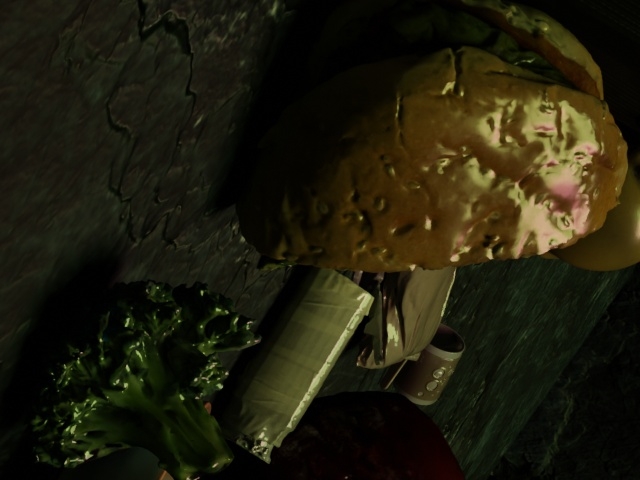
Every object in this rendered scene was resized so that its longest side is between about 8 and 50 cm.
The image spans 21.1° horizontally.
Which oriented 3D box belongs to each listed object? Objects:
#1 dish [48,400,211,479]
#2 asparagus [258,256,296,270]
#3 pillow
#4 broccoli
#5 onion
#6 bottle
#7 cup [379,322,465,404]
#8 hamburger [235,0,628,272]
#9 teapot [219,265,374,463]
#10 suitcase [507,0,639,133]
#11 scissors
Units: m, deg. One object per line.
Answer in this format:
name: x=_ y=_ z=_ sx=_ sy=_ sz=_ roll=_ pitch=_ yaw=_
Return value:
dish: x=-0.182 y=0.228 z=1.361 sx=0.260 sy=0.085 sz=0.260 roll=-63 pitch=178 yaw=-4
asparagus: x=0.000 y=0.000 z=1.642 sx=0.178 sy=0.041 sz=0.045 roll=-38 pitch=159 yaw=-51
pillow: x=0.120 y=0.044 z=2.056 sx=0.173 sy=0.067 sz=0.270 roll=-33 pitch=149 yaw=-49
broccoli: x=-0.124 y=0.109 z=1.231 sx=0.167 sy=0.160 sz=0.154 roll=-18 pitch=155 yaw=-39
onion: x=0.016 y=0.341 z=1.853 sx=0.260 sy=0.282 sz=0.337 roll=-15 pitch=120 yaw=-28
bottle: x=0.302 y=-0.099 z=1.644 sx=0.351 sy=0.171 sz=0.171 roll=-47 pitch=160 yaw=-48
cup: x=0.141 y=0.175 z=2.350 sx=0.102 sy=0.074 sz=0.099 roll=-33 pitch=150 yaw=-58
hamburger: x=0.091 y=-0.102 z=1.379 sx=0.162 sy=0.330 sz=0.209 roll=-109 pitch=-168 yaw=-54
teapot: x=-0.031 y=0.123 z=1.722 sx=0.200 sy=0.077 sz=0.107 roll=-58 pitch=-177 yaw=-6
suitcase: x=0.284 y=-0.234 z=1.530 sx=0.229 sy=0.335 sz=0.152 roll=-48 pitch=169 yaw=-47
scissors: x=0.053 y=0.058 z=1.776 sx=0.212 sy=0.021 sz=0.110 roll=-89 pitch=-161 yaw=-55
